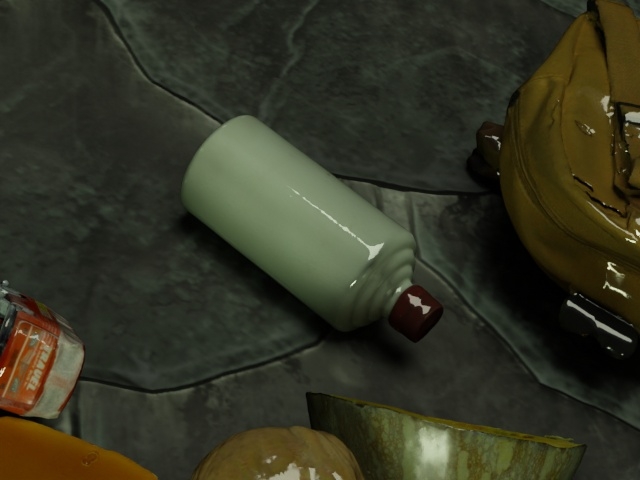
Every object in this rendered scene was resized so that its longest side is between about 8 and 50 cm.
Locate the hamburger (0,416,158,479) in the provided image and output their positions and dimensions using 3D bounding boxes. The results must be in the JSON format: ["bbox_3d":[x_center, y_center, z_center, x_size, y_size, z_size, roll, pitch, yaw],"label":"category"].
[{"bbox_3d":[-0.182,0.192,1.362,0.166,0.087,0.137,23,36,-1],"label":"hamburger"}]

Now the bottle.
[{"bbox_3d":[0.000,0.000,1.673,0.245,0.104,0.104,37,40,19],"label":"bottle"}]

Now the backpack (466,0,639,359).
[{"bbox_3d":[0.307,-0.046,1.800,0.353,0.201,0.378,29,36,7],"label":"backpack"}]

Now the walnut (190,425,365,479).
[{"bbox_3d":[-0.024,0.207,1.373,0.166,0.149,0.167,28,44,-31],"label":"walnut"}]

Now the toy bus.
[{"bbox_3d":[-0.215,0.083,1.429,0.077,0.079,0.174,25,-1,-14],"label":"toy bus"}]

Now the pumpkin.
[{"bbox_3d":[0.088,0.178,1.482,0.217,0.217,0.110,12,79,-13],"label":"pumpkin"}]
